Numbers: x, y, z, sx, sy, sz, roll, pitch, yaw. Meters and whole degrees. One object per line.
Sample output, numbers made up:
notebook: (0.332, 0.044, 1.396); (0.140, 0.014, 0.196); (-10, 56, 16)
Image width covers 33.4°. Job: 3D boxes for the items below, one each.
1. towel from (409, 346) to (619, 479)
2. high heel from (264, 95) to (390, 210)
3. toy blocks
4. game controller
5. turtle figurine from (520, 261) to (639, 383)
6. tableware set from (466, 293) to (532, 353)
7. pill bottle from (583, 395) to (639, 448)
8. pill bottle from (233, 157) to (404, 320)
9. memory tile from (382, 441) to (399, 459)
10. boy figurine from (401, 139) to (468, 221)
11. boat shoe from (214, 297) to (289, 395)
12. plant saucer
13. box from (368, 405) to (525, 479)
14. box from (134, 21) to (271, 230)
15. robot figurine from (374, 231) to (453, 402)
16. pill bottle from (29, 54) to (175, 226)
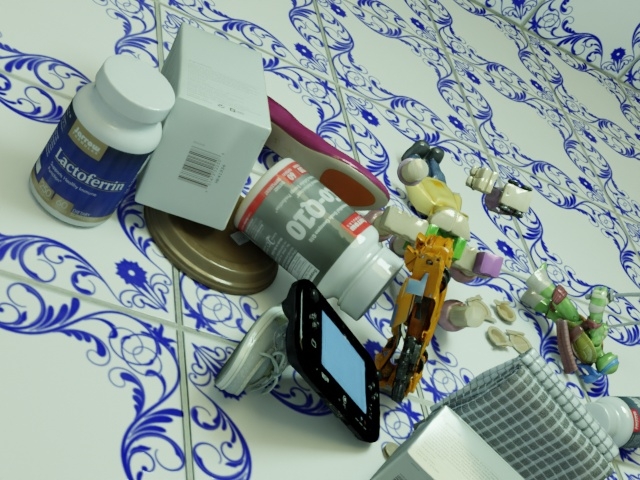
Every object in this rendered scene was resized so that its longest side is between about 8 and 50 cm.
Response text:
towel: (0.307, 0.338, 1.748); (0.235, 0.283, 0.121); (47, 37, -3)
high heel: (-0.011, -0.198, 2.213); (0.377, 0.127, 0.181); (28, 42, -2)
toy blocks: (0.209, -0.002, 2.122); (0.288, 0.309, 0.260); (23, -8, -11)
game controller: (0.026, 0.200, 1.715); (0.319, 0.067, 0.166); (53, 20, -46)
turtle figurine: (0.594, 0.149, 2.354); (0.266, 0.275, 0.198); (42, 15, 20)
tableware set: (0.389, 0.181, 2.289); (0.141, 0.020, 0.169); (9, 43, -40)
pill bottle: (0.614, 0.374, 2.196); (0.180, 0.108, 0.108); (7, 44, -40)
pill bottle: (0.000, 0.000, 1.888); (0.283, 0.161, 0.161); (40, 31, 7)
memory tile: (0.169, 0.403, 1.788); (0.113, 0.012, 0.148); (9, 43, -39)
boy figurine: (0.261, -0.111, 2.459); (0.177, 0.092, 0.285); (24, 32, -28)
boat shoe: (-0.064, 0.174, 1.742); (0.103, 0.118, 0.320); (40, 24, 8)
plant saucer: (-0.187, -0.019, 1.926); (0.278, 0.041, 0.278); (28, 33, -20)
box: (0.191, 0.384, 1.653); (0.182, 0.181, 0.119); (43, 52, 7)
box: (-0.212, -0.212, 1.911); (0.168, 0.215, 0.345); (19, 28, -17)
robot figurine: (0.165, 0.140, 1.887); (0.085, 0.291, 0.211); (18, 16, 12)
pill bottle: (-0.349, -0.160, 1.718); (0.153, 0.265, 0.153); (26, 34, -19)
